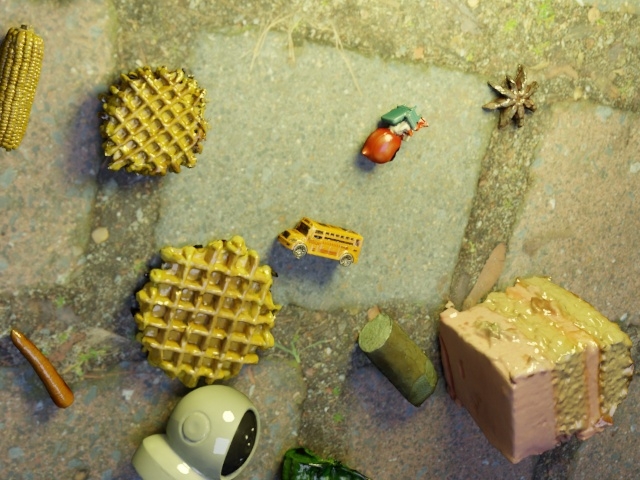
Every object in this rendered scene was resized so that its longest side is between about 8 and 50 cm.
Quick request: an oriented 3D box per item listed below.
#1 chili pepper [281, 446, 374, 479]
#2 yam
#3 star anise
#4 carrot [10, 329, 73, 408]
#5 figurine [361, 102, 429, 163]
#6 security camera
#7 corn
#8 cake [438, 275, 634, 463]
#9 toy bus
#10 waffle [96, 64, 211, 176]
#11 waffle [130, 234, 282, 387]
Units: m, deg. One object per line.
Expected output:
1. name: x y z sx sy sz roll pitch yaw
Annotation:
1. chili pepper: 0.022 0.622 1.818 0.213 0.167 0.384 -21 105 -33
2. yam: 0.185 0.274 1.793 0.106 0.106 0.259 -45 120 -3
3. star anise: 0.408 -0.295 1.712 0.141 0.042 0.141 -9 114 -21
4. carrot: -0.509 0.231 1.494 0.037 0.037 0.190 -31 115 -11
5. figurine: 0.139 -0.206 1.605 0.140 0.068 0.075 -44 123 -6
6. security camera: -0.227 0.391 1.599 0.236 0.194 0.194 -50 121 -6
7. corn: -0.488 -0.243 1.303 0.068 0.068 0.207 11 107 -28
8. cake: 0.466 0.282 1.806 0.307 0.314 0.293 -17 117 -20
9. toy bus: 0.000 0.000 1.619 0.162 0.069 0.074 13 102 -30
10. waffle: -0.284 -0.204 1.413 0.197 0.070 0.193 -9 113 -24
11. waffle: -0.210 0.146 1.583 0.329 0.062 0.329 -8 111 -22
